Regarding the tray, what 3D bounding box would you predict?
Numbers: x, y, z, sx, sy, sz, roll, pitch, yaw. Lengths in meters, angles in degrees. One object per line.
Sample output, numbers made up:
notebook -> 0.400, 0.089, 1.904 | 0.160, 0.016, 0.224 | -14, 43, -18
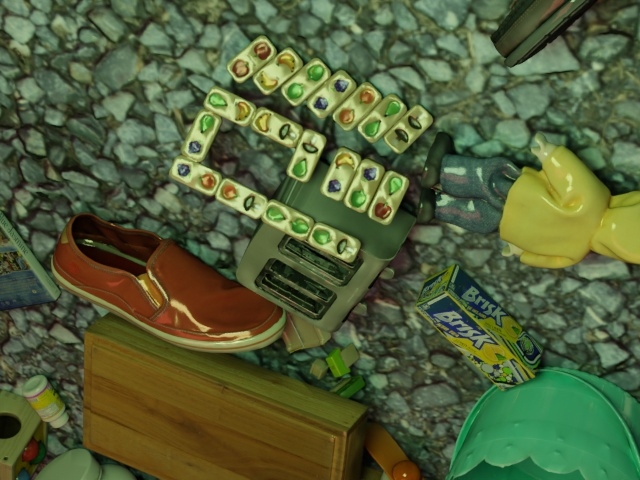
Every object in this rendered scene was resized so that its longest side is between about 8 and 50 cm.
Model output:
tray -> -0.142, 0.261, 1.914 | 0.411, 0.076, 0.203 | 18, 121, 21

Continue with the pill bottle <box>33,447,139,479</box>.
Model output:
pill bottle -> -0.322, 0.484, 2.208 | 0.181, 0.181, 0.323 | -16, 122, 34

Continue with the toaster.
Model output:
toaster -> 0.000, 0.000, 1.666 | 0.185, 0.110, 0.168 | 31, 135, -5

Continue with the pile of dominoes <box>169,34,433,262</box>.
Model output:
pile of dominoes -> -0.020, -0.105, 1.544 | 0.251, 0.040, 0.196 | 25, 95, 0

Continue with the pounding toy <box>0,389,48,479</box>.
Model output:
pounding toy -> -0.496, 0.338, 2.132 | 0.094, 0.206, 0.181 | 19, 135, 6

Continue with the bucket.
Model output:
bucket -> 0.297, 0.305, 1.766 | 0.281, 0.183, 0.281 | 12, 134, 13

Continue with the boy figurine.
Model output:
boy figurine -> 0.252, -0.043, 1.529 | 0.285, 0.092, 0.177 | 12, 134, 12

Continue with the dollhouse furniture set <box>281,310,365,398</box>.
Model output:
dollhouse furniture set -> 0.004, 0.144, 1.860 | 0.076, 0.058, 0.152 | -17, 103, 44

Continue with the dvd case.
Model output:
dvd case -> -0.500, 0.001, 1.953 | 0.180, 0.022, 0.253 | -10, 126, 32

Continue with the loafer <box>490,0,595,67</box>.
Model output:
loafer -> 0.257, -0.289, 1.305 | 0.095, 0.109, 0.302 | 49, 128, 4

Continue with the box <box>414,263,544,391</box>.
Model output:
box -> 0.197, 0.108, 1.718 | 0.169, 0.054, 0.059 | 43, 134, -18

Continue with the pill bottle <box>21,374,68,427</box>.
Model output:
pill bottle -> -0.421, 0.249, 2.132 | 0.043, 0.043, 0.083 | -8, 127, 29

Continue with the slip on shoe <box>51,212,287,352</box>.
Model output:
slip on shoe -> -0.199, 0.055, 1.807 | 0.331, 0.123, 0.101 | 21, 132, 11

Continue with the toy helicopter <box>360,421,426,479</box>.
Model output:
toy helicopter -> 0.040, 0.330, 1.945 | 0.235, 0.140, 0.355 | -29, 106, 44
